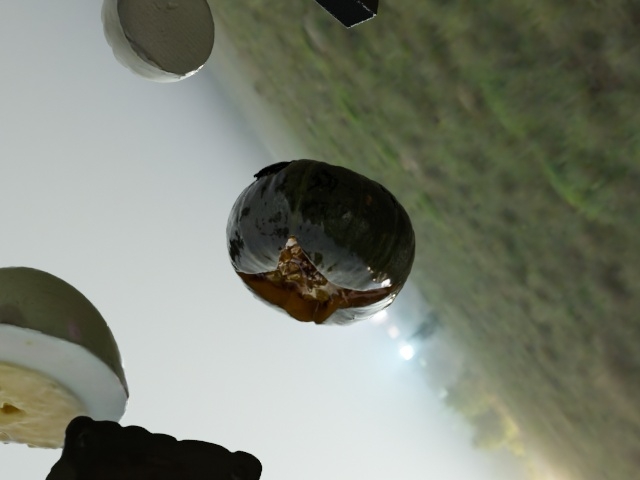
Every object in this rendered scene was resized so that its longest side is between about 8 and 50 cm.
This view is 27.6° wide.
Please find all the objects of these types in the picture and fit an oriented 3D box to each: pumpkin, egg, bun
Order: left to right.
[{"bbox_3d":[-0.429,0.144,1.877,0.337,0.337,0.201,54,-150,-42],"label":"egg"},{"bbox_3d":[-0.195,-0.242,1.492,0.094,0.138,0.138,-18,113,50],"label":"bun"},{"bbox_3d":[0.001,-0.002,1.558,0.238,0.238,0.159,54,-135,-38],"label":"pumpkin"}]

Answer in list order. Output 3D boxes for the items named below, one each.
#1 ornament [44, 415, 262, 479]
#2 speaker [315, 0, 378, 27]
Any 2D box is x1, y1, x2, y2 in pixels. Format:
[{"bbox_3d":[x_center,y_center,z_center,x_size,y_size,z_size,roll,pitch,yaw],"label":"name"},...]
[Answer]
[{"bbox_3d":[-0.177,0.326,1.431,0.260,0.251,0.106,98,-172,-46],"label":"ornament"},{"bbox_3d":[-0.017,-0.320,1.383,0.218,0.044,0.082,35,-127,-40],"label":"speaker"}]
